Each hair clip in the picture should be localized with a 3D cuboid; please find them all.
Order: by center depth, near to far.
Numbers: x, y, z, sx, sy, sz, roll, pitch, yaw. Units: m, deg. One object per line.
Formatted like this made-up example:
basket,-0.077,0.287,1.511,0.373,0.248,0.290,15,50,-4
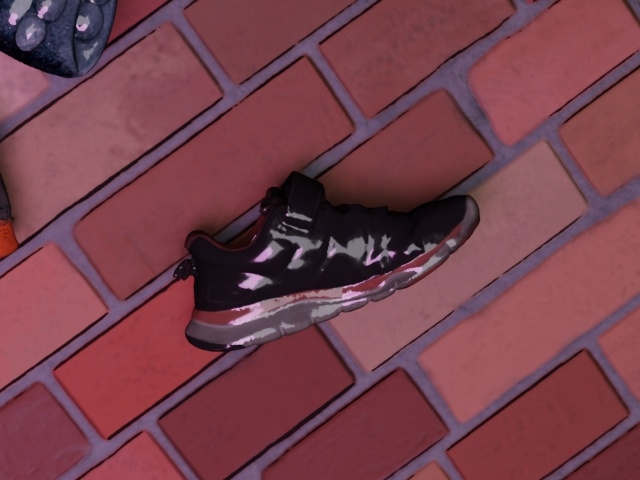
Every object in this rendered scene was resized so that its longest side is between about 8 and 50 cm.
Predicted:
hair clip,-0.187,-0.297,1.164,0.310,0.194,0.206,-41,115,-3

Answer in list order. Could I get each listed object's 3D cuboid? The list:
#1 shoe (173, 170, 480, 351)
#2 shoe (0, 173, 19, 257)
shoe,0.000,0.000,1.271,0.291,0.114,0.137,-19,96,-2
shoe,-0.409,0.033,1.190,0.336,0.132,0.171,-25,96,-11
